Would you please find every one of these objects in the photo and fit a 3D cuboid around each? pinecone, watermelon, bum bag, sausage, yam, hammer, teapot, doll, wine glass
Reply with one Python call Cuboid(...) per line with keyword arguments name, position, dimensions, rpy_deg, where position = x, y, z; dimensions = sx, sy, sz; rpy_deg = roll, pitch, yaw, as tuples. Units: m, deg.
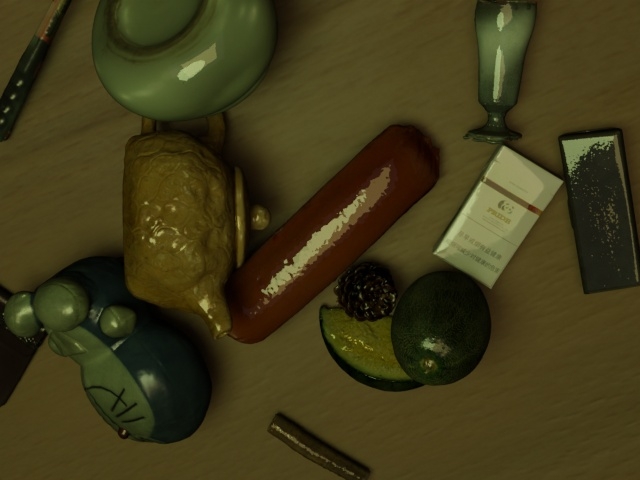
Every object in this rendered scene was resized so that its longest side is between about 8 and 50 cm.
Cuboid(name="pinecone", position=(0.058, 0.066, 1.055), dimensions=(0.077, 0.083, 0.077), rpy_deg=(-5, 113, -13))
Cuboid(name="watermelon", position=(0.082, 0.148, 1.096), dimensions=(0.181, 0.092, 0.075), rpy_deg=(7, 148, 3))
Cuboid(name="bum bag", position=(-0.435, 0.141, 1.163), dimensions=(0.109, 0.026, 0.159), rpy_deg=(33, 105, -2))
Cuboid(name="sausage", position=(0.001, 0.000, 1.040), dimensions=(0.348, 0.094, 0.097), rpy_deg=(-42, 101, 14))
Cuboid(name="yam", position=(-0.003, 0.274, 1.138), dimensions=(0.145, 0.032, 0.032), rpy_deg=(31, 105, -2))
Cuboid(name="hammer", position=(-0.329, -0.234, 1.032), dimensions=(0.033, 0.111, 0.288), rpy_deg=(37, 113, 1))
Cuboid(name="teapot", position=(-0.140, -0.038, 1.008), dimensions=(0.167, 0.203, 0.311), rpy_deg=(-1, 69, -10))
Cuboid(name="doll", position=(-0.248, 0.142, 1.072), dimensions=(0.228, 0.154, 0.258), rpy_deg=(-21, 102, 52))
Cuboid(name="teapot", position=(-0.089, -0.244, 0.937), dimensions=(0.318, 0.149, 0.220), rpy_deg=(-20, 66, 13))
Cuboid(name="wine glass", position=(0.200, -0.189, 0.982), dimensions=(0.072, 0.072, 0.155), rpy_deg=(4, 105, 6))

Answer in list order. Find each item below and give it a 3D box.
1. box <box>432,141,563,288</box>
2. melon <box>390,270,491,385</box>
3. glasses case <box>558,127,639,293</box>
Cuboid(name="box", position=(0.207, -0.029, 1.036), dimensions=(0.084, 0.040, 0.154), rpy_deg=(31, 104, 1))
Cuboid(name="melon", position=(0.139, 0.102, 1.010), dimensions=(0.114, 0.167, 0.114), rpy_deg=(8, 120, 14))
Cuboid(name="glasses case", position=(0.326, -0.034, 1.018), dimensions=(0.072, 0.042, 0.191), rpy_deg=(-9, 102, 16))
